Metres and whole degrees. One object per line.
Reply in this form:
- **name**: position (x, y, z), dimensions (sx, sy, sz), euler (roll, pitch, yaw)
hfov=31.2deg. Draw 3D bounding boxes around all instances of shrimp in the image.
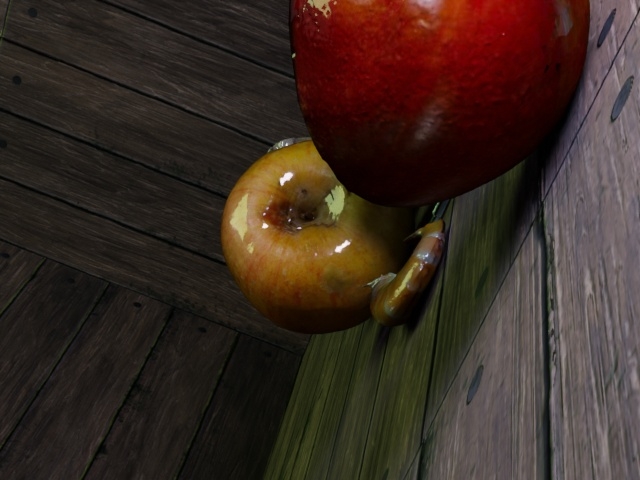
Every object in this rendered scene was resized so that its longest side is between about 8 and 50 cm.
- **shrimp**: position (0.104, 0.046, 1.442), dimensions (0.150, 0.068, 0.248), euler (-56, 3, -12)

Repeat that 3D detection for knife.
- **knife**: position (0.154, -0.030, 1.530), dimensions (0.028, 0.015, 0.210), euler (-56, -11, -68)

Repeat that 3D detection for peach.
- **peach**: position (0.097, -0.159, 0.938), dimensions (0.245, 0.248, 0.275), euler (-156, 74, -68)

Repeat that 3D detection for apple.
- **apple**: position (0.000, 0.000, 1.713), dimensions (0.275, 0.299, 0.299), euler (82, -155, -60)

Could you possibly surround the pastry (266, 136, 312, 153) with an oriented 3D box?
- **pastry**: position (0.013, -0.032, 1.974), dimensions (0.136, 0.329, 0.330), euler (15, 81, 49)
